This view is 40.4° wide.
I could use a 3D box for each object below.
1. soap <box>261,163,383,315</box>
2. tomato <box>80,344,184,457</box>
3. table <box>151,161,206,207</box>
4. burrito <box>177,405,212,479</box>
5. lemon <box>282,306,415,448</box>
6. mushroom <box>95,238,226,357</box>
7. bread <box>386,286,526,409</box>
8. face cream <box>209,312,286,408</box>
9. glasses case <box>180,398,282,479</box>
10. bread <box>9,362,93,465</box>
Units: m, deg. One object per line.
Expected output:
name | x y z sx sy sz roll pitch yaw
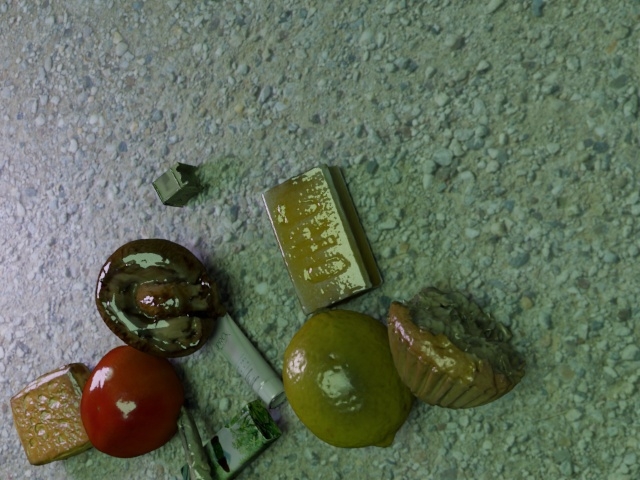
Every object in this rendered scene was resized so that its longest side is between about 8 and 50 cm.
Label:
soap | 0.000 0.000 1.785 0.174 0.089 0.274 -26 79 23
tomato | -0.430 0.362 1.947 0.260 0.180 0.259 -1 87 30
table | -0.316 -0.124 1.953 0.083 0.079 0.062 -38 72 20
burrito | -0.271 0.443 1.859 0.188 0.045 0.058 68 153 23
lemon | 0.054 0.265 1.663 0.268 0.267 0.267 -1 89 27
mushroom | -0.334 0.126 1.891 0.283 0.195 0.263 9 99 31
bread | 0.234 0.201 1.567 0.274 0.274 0.149 35 113 23
face cream | -0.160 0.257 1.881 0.243 0.058 0.092 46 121 25
glasses case | -0.197 0.455 1.862 0.272 0.062 0.095 -48 69 30
bread | -0.622 0.418 2.091 0.235 0.099 0.210 -26 80 19
